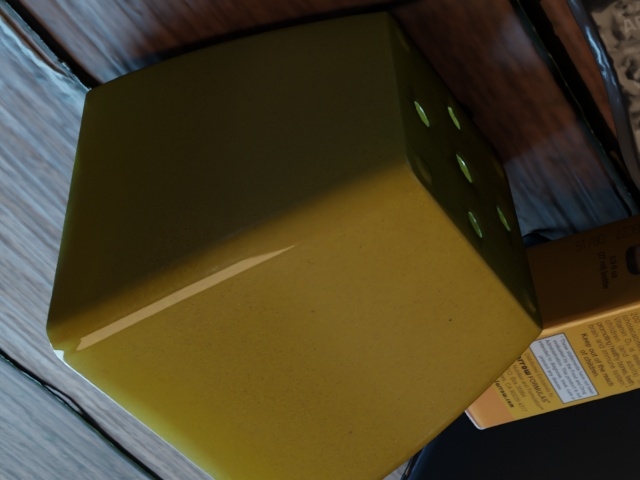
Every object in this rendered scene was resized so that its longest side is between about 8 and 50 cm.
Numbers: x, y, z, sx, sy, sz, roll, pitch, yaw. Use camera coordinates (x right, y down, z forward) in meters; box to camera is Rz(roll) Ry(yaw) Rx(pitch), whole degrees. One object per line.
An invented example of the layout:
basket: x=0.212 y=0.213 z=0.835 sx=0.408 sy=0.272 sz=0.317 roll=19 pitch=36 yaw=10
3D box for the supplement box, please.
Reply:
supplement box: x=0.185 y=0.036 z=0.705 sx=0.233 sy=0.078 sz=0.080 roll=-20 pitch=128 yaw=23

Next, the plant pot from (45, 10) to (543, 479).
plant pot: x=0.000 y=0.000 z=0.673 sx=0.187 sy=0.212 sz=0.212 roll=-28 pitch=128 yaw=21

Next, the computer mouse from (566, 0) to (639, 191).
computer mouse: x=0.195 y=-0.117 z=0.583 sx=0.189 sy=0.072 sz=0.272 roll=-9 pitch=125 yaw=26

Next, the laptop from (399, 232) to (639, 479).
laptop: x=0.271 y=0.243 z=0.866 sx=0.408 sy=0.236 sz=0.381 roll=12 pitch=109 yaw=-39
